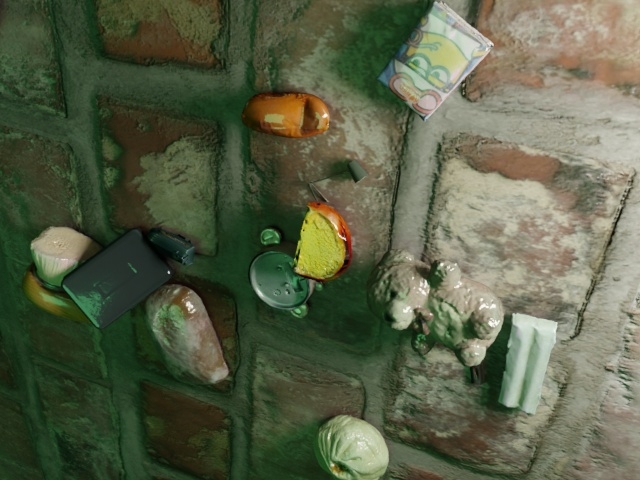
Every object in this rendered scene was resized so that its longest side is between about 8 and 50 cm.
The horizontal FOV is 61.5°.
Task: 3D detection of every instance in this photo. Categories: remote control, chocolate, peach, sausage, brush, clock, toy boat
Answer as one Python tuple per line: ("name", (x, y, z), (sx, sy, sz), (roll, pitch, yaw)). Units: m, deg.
("remote control", (0.331, 0.268, 1.142), (0.034, 0.016, 0.091), (-1, 115, 29))
("chocolate", (-0.365, 0.260, 1.403), (0.185, 0.100, 0.303), (-6, 116, 23))
("peach", (0.000, -0.002, 1.100), (0.127, 0.092, 0.172), (-8, 106, 14))
("sausage", (-0.063, -0.238, 1.016), (0.179, 0.089, 0.089), (9, 119, 16))
("brush", (-0.626, 0.098, 1.395), (0.267, 0.174, 0.166), (31, 115, -3))
("clock", (-0.082, 0.081, 1.199), (0.156, 0.063, 0.229), (-8, 114, 28))
("toy boat", (-0.361, 0.008, 1.288), (0.141, 0.060, 0.055), (26, 123, 18))

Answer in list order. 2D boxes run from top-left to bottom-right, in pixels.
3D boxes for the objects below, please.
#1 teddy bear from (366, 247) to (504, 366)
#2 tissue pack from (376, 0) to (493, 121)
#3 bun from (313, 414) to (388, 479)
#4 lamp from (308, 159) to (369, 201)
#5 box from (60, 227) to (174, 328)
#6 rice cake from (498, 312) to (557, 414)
("teddy bear", (0.216, 0.124, 1.038), (0.267, 0.151, 0.236), (19, 128, 8))
("tissue pack", (0.185, -0.292, 0.882), (0.115, 0.065, 0.155), (41, 124, 0))
("bun", (0.071, 0.537, 1.339), (0.195, 0.118, 0.195), (9, 121, 16))
("lamp", (0.034, -0.121, 1.061), (0.121, 0.041, 0.054), (-32, 92, 30))
("box", (-0.496, 0.092, 1.319), (0.230, 0.050, 0.160), (-38, 99, -7))
("rice cake", (0.413, 0.250, 1.081), (0.085, 0.040, 0.226), (9, 119, 19))
